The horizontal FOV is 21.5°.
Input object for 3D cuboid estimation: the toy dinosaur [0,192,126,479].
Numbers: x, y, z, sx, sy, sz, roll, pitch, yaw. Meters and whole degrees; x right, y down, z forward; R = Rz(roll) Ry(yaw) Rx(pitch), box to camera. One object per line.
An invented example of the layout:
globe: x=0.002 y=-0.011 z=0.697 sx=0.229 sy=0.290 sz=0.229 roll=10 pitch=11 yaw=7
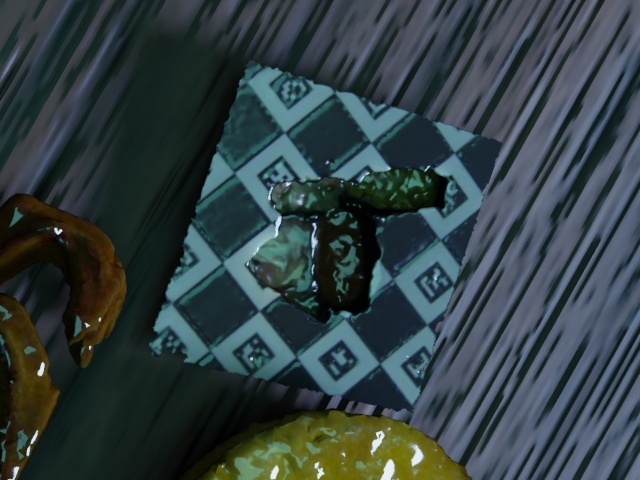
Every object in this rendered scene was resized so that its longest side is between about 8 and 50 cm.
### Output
toy dinosaur: x=-0.171 y=-0.005 z=0.617 sx=0.208 sy=0.097 sz=0.432 roll=20 pitch=88 yaw=-8

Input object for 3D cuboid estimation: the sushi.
sushi: x=0.000 y=0.000 z=0.699 sx=0.120 sy=0.026 sz=0.126 roll=16 pitch=97 yaw=-20

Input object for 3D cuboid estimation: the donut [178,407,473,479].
donut: x=-0.006 y=0.153 z=0.698 sx=0.162 sy=0.065 sz=0.178 roll=3 pitch=95 yaw=-21
